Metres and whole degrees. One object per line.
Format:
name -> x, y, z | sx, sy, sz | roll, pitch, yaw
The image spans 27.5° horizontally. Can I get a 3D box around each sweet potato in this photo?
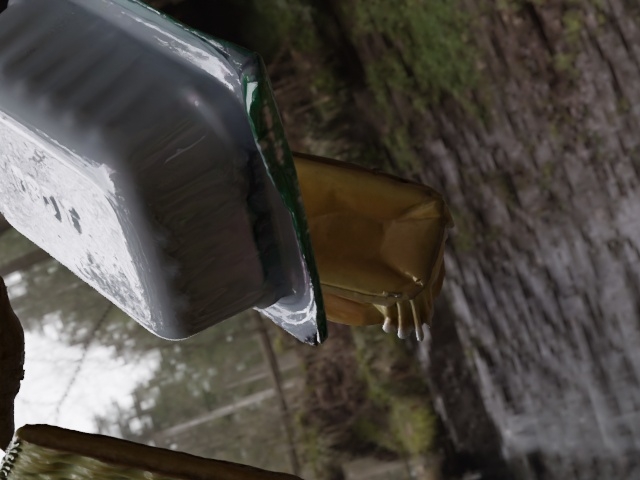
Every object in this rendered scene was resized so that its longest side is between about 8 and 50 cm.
sweet potato -> -0.382, 0.156, 1.556 | 0.067, 0.067, 0.274 | -71, -9, -52

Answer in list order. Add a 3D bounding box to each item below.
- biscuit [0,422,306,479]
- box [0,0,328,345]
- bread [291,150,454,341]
biscuit -> -0.092, 0.129, 0.644 | 0.139, 0.231, 0.016 | 14, -113, -12
box -> -0.150, -0.052, 0.927 | 0.106, 0.336, 0.264 | -37, -43, -27
bread -> 0.000, 0.000, 1.240 | 0.107, 0.241, 0.136 | 76, -151, -63
